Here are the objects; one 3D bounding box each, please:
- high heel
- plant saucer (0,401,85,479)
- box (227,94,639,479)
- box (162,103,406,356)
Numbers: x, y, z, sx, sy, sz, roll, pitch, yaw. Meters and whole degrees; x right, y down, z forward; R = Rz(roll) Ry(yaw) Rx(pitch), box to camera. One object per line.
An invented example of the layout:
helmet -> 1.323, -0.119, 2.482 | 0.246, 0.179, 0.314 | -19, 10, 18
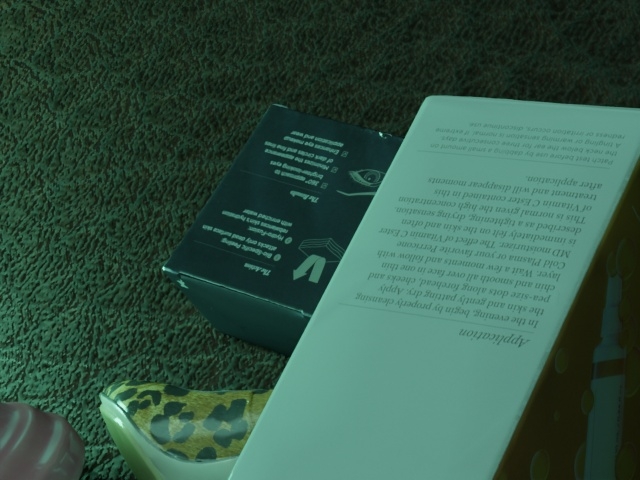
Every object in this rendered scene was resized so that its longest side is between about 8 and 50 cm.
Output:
high heel -> -0.036, 0.123, 1.393 | 0.186, 0.093, 0.261 | -33, 33, -20
plant saucer -> -0.320, 0.208, 1.373 | 0.332, 0.084, 0.332 | -31, 13, 8
box -> 0.103, 0.114, 1.189 | 0.168, 0.215, 0.345 | 7, 58, 36
box -> 0.000, 0.000, 1.439 | 0.156, 0.093, 0.158 | 17, 65, 40
